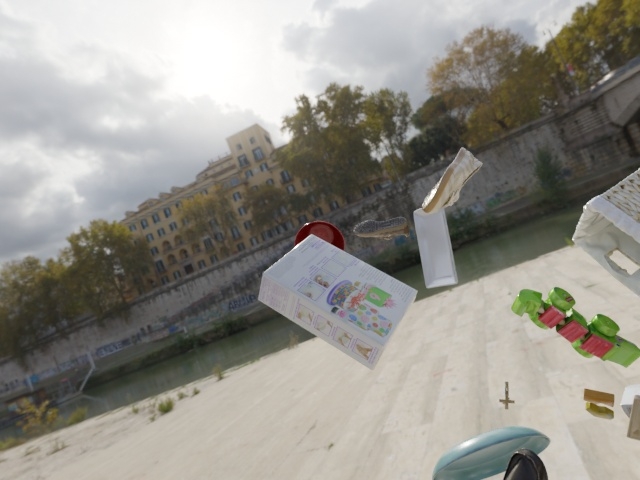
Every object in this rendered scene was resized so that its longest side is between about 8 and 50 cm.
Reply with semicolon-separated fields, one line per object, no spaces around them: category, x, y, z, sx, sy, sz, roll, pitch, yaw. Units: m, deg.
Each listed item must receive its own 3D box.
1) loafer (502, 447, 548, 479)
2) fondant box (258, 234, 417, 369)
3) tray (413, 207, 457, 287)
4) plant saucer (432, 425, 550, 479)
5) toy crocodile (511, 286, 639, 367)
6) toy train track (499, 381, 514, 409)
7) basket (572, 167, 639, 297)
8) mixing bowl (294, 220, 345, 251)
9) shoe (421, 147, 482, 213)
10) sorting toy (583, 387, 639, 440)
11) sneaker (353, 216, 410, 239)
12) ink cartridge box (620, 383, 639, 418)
loafer;0.391;0.531;0.819;0.078;0.220;0.080;29;-17;-29
fondant box;0.046;0.137;1.028;0.238;0.330;0.096;-40;-28;-50
tray;0.384;0.016;1.351;0.030;0.271;0.145;-3;-10;-27
plant saucer;0.434;0.560;1.066;0.317;0.044;0.318;-9;-45;-9
toy crocodile;0.684;0.234;1.102;0.105;0.340;0.115;-46;-14;-55
toy train track;0.586;0.488;1.290;0.048;0.083;0.014;5;-10;2
basket;0.993;-0.026;1.204;0.266;0.328;0.331;-41;-30;6
mixing bowl;0.000;0.000;1.497;0.181;0.181;0.098;-23;18;13
shoe;0.274;-0.119;0.837;0.219;0.058;0.076;-49;-9;-36
sorting toy;0.789;0.433;0.947;0.307;0.229;0.041;3;47;33
sneaker;0.203;-0.026;1.359;0.188;0.071;0.066;-6;43;30
ink cartridge box;0.893;0.366;1.037;0.232;0.066;0.189;-31;-1;-43
